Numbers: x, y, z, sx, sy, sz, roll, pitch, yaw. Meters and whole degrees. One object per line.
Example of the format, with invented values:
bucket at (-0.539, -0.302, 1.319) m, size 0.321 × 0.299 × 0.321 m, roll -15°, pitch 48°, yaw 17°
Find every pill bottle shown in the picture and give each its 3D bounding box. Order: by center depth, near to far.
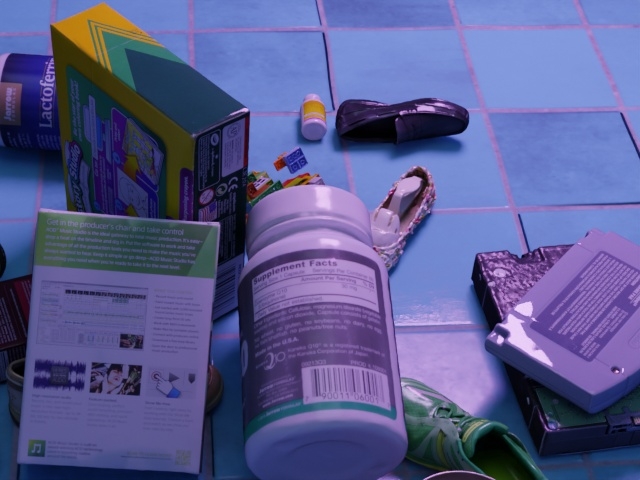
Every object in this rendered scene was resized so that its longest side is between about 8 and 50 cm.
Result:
pill bottle at (-0.004, 0.121, 1.675) m, size 0.204 × 0.204 × 0.361 m, roll -1°, pitch 56°, yaw -5°
pill bottle at (-0.449, -0.221, 2.079) m, size 0.264 × 0.153 × 0.153 m, roll 3°, pitch 44°, yaw 0°
pill bottle at (-0.012, -0.209, 2.178) m, size 0.043 × 0.043 × 0.083 m, roll 0°, pitch 44°, yaw -4°

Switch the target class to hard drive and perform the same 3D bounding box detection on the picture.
hard drive at (0.370, 0.143, 1.827) m, size 0.236 × 0.064 × 0.339 m, roll -6°, pitch 44°, yaw -11°

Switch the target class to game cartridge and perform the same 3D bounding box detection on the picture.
game cartridge at (0.385, 0.109, 1.783) m, size 0.196 × 0.060 × 0.294 m, roll 29°, pitch 49°, yaw 28°

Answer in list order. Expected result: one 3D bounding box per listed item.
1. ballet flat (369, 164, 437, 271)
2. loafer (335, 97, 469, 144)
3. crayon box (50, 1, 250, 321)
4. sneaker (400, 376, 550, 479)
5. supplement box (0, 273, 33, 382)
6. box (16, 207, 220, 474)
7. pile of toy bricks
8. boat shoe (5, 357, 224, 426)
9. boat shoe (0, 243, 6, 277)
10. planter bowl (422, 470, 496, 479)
ballet flat at (0.107, -0.035, 1.983) m, size 0.091 × 0.077 × 0.241 m, roll 21°, pitch 47°, yaw 15°
loafer at (0.136, -0.190, 2.152) m, size 0.223 × 0.076 × 0.078 m, roll 1°, pitch 49°, yaw 3°
crayon box at (-0.239, -0.100, 1.816) m, size 0.106 × 0.363 × 0.313 m, roll -29°, pitch 53°, yaw -32°
sneaker at (0.191, 0.256, 1.652) m, size 0.109 × 0.124 × 0.295 m, roll -32°, pitch 53°, yaw -32°
supplement box at (-0.398, 0.115, 1.789) m, size 0.239 × 0.073 × 0.130 m, roll -13°, pitch 46°, yaw -18°
box at (-0.254, 0.128, 1.645) m, size 0.232 × 0.058 × 0.322 m, roll 5°, pitch 89°, yaw -7°
pile of toy bricks at (-0.110, -0.073, 2.001) m, size 0.212 × 0.118 × 0.105 m, roll -37°, pitch 25°, yaw -24°
boat shoe at (-0.269, 0.192, 1.707) m, size 0.285 × 0.089 × 0.105 m, roll -6°, pitch 45°, yaw -10°
boat shoe at (-0.564, -0.044, 1.914) m, size 0.340 × 0.127 × 0.113 m, roll 28°, pitch 26°, yaw 26°
planter bowl at (0.166, 0.372, 1.540) m, size 0.162 × 0.109 × 0.162 m, roll 2°, pitch 43°, yaw -2°
